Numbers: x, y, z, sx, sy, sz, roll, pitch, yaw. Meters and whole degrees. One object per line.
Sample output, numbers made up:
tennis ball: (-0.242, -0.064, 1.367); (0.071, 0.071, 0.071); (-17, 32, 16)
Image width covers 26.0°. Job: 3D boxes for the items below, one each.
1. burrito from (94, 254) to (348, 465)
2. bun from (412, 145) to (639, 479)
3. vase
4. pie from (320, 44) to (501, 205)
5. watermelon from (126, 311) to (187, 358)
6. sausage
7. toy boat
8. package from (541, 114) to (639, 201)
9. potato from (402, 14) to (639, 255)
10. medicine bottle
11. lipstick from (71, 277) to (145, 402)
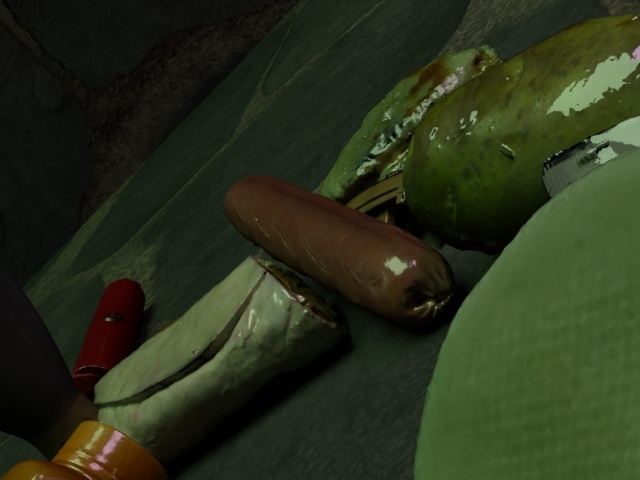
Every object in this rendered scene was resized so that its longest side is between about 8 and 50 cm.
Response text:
burrito: (-0.098, 0.118, 1.375); (0.299, 0.105, 0.143); (-38, 27, 24)
bun: (0.175, 0.106, 0.573); (0.293, 0.187, 0.293); (-40, 38, 42)
vase: (-0.338, 0.149, 1.508); (0.173, 0.321, 0.173); (-39, 16, 13)
pie: (0.096, -0.114, 1.462); (0.248, 0.090, 0.201); (-45, 9, 4)
watermelon: (-0.140, 0.133, 1.513); (0.163, 0.087, 0.069); (-36, -12, 28)
sausage: (0.000, -0.002, 1.331); (0.088, 0.088, 0.433); (-49, 28, -9)
toy boat: (0.065, -0.014, 1.365); (0.206, 0.064, 0.072); (-33, 39, 48)
package: (0.253, -0.036, 0.889); (0.239, 0.030, 0.154); (-30, 54, 32)
potato: (0.190, -0.080, 1.068); (0.298, 0.141, 0.176); (-18, 46, 42)
medicine bottle: (-0.238, 0.278, 1.244); (0.112, 0.149, 0.222); (-22, 28, 54)
lipstick: (-0.281, 0.135, 1.859); (0.073, 0.073, 0.280); (-42, 16, 14)
